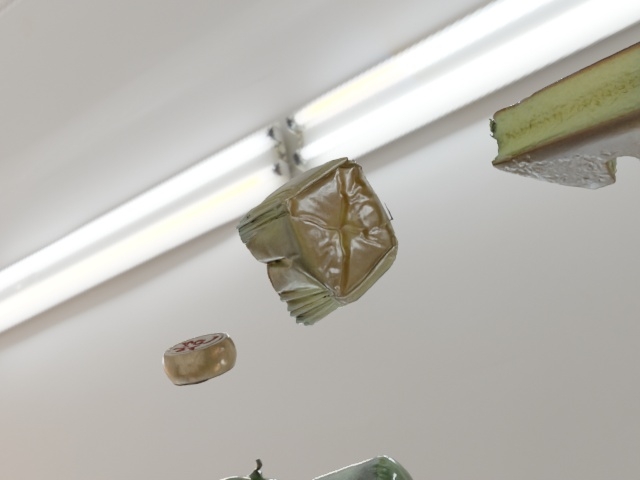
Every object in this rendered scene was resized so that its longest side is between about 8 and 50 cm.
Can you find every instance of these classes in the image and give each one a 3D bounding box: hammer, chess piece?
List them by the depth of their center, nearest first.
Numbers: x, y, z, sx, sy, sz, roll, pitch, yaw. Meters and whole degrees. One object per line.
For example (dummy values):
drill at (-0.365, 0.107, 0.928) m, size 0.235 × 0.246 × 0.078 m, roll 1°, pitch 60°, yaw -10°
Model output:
chess piece at (-0.135, 0.132, 0.875) m, size 0.083 × 0.083 × 0.038 m, roll -12°, pitch -80°, yaw 32°
hammer at (-0.021, 0.365, 1.105) m, size 0.206 × 0.335 × 0.119 m, roll -30°, pitch -129°, yaw 32°

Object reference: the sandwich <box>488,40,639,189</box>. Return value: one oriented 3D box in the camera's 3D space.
sandwich at (0.343, -0.146, 0.993) m, size 0.235 × 0.128 × 0.122 m, roll -19°, pitch -134°, yaw 45°

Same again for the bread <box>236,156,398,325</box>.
bread at (0.000, -0.001, 1.116) m, size 0.110 × 0.210 × 0.192 m, roll -22°, pitch -75°, yaw 44°
